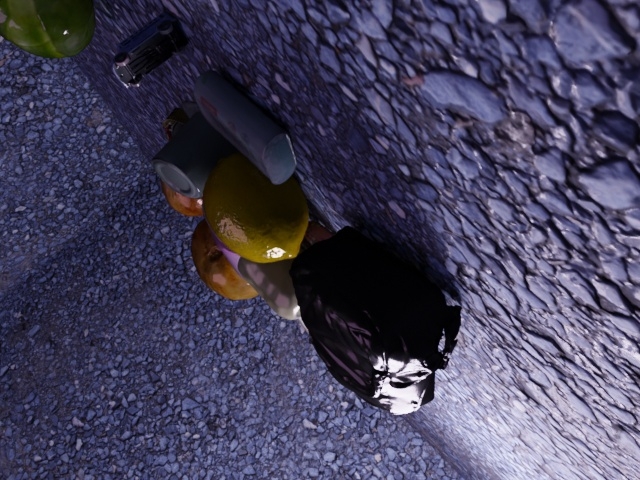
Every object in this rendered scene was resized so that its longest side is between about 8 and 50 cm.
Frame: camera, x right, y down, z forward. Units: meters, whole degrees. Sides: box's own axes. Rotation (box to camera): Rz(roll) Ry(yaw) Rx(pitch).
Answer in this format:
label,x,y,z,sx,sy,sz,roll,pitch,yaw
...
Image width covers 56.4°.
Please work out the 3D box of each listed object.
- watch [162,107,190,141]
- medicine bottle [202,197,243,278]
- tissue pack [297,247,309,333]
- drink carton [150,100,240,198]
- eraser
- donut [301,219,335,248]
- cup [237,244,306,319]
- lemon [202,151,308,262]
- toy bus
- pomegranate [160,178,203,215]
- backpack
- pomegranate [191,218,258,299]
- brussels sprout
label,x,y,z,sx,sy,sz,roll,pitch,yaw
watch,-0.360,-0.312,1.749,0.268,0.102,0.165,23,162,44
medicine bottle,-0.200,-0.029,1.742,0.219,0.219,0.388,43,168,22
tissue pack,-0.020,0.158,1.808,0.124,0.185,0.225,37,165,52
drink carton,-0.301,-0.216,1.505,0.185,0.190,0.191,14,150,35
eraser,-0.157,-0.235,1.253,0.227,0.081,0.174,42,171,19
donut,0.000,0.000,1.506,0.166,0.065,0.117,37,166,37
cup,-0.109,0.116,1.561,0.202,0.173,0.255,44,124,16
lemon,-0.151,-0.078,1.391,0.263,0.236,0.236,27,164,12
toy bus,-0.362,-0.395,1.239,0.076,0.167,0.073,44,168,30
pomegranate,-0.403,-0.194,1.926,0.248,0.248,0.248,45,168,12
backpack,0.120,0.193,1.272,0.363,0.254,0.446,38,151,35
pomegranate,-0.289,0.040,2.146,0.338,0.338,0.338,45,168,12
brussels sprout,-0.766,-0.667,1.582,0.371,0.275,0.315,56,180,-9
